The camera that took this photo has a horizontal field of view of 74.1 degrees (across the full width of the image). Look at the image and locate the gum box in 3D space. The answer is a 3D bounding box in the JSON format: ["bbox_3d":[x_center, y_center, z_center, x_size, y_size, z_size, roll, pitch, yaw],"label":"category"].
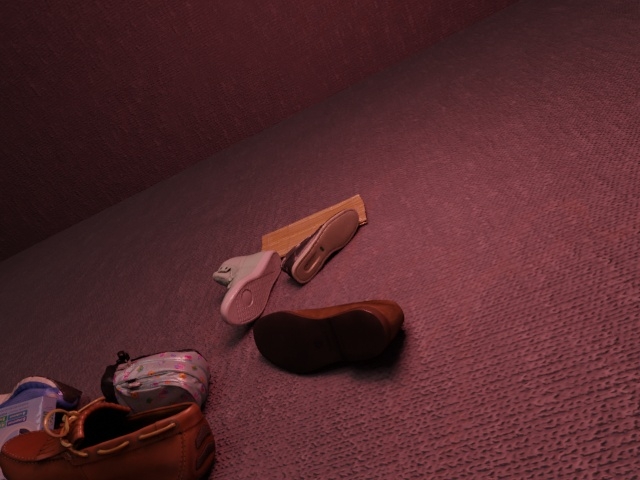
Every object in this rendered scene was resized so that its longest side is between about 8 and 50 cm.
[{"bbox_3d":[-0.618,0.425,0.845,0.157,0.041,0.184,-17,60,5],"label":"gum box"}]

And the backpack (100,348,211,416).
[{"bbox_3d":[-0.300,0.281,0.804,0.182,0.151,0.115,-13,36,5],"label":"backpack"}]

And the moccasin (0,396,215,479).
[{"bbox_3d":[-0.362,0.325,0.696,0.381,0.146,0.139,-10,5,20],"label":"moccasin"}]

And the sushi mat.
[{"bbox_3d":[-0.025,-0.029,1.150,0.317,0.019,0.151,-22,28,12],"label":"sushi mat"}]

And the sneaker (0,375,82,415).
[{"bbox_3d":[-0.691,0.419,0.972,0.330,0.129,0.147,-25,43,15],"label":"sneaker"}]

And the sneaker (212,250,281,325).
[{"bbox_3d":[-0.202,0.117,1.001,0.151,0.094,0.255,-9,25,23],"label":"sneaker"}]

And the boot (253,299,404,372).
[{"bbox_3d":[0.009,0.164,0.768,0.306,0.112,0.115,-13,3,35],"label":"boot"}]

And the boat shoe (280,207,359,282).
[{"bbox_3d":[0.000,0.000,1.016,0.233,0.084,0.079,-45,32,-19],"label":"boat shoe"}]
